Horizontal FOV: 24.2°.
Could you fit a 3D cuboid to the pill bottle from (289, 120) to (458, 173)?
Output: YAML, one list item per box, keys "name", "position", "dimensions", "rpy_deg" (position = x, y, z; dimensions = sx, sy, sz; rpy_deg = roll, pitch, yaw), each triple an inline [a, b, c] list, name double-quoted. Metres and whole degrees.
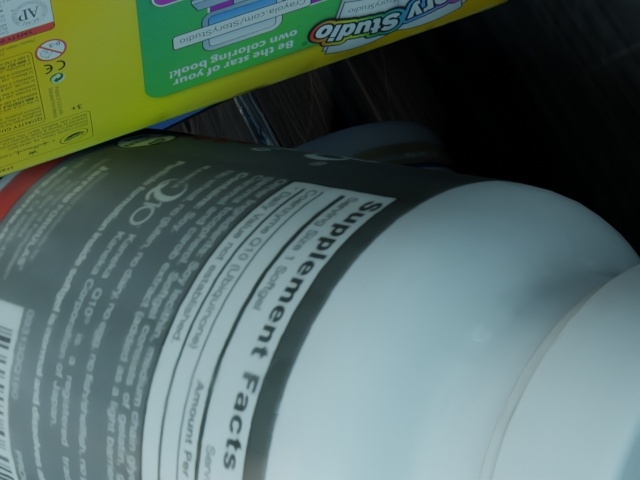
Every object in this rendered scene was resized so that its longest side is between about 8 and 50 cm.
- name: "pill bottle"
  position: [0.046, 0.080, 0.838]
  dimensions: [0.153, 0.153, 0.264]
  rpy_deg: [109, 142, -70]

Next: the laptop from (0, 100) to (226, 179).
- name: "laptop"
  position: [-0.129, -0.142, 0.790]
  dimensions: [0.408, 0.236, 0.382]
  rpy_deg: [-92, -5, -51]

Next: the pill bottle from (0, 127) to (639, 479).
- name: "pill bottle"
  position: [0.013, 0.072, 0.607]
  dimensions: [0.363, 0.210, 0.210]
  rpy_deg: [12, 123, 45]

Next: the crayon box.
- name: "crayon box"
  position: [-0.044, -0.138, 0.624]
  dimensions: [0.165, 0.278, 0.081]
  rpy_deg: [95, 151, -60]

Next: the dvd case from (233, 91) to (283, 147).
- name: "dvd case"
  position: [0.000, 0.000, 1.091]
  dimensions: [0.164, 0.018, 0.221]
  rpy_deg: [62, -179, 35]
